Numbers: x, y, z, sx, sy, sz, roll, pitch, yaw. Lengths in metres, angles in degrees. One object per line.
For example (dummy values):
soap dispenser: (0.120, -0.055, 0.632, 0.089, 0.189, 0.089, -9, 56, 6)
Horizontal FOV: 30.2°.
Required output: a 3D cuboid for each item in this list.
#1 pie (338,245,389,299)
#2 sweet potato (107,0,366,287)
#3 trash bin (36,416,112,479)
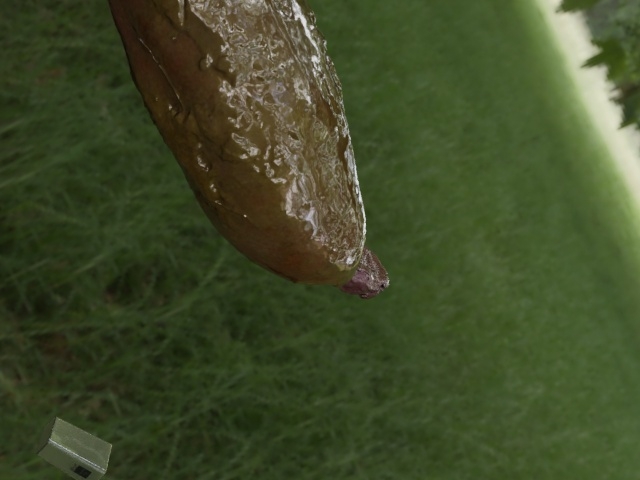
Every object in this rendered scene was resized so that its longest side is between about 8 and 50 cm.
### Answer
pie: (0.000, 0.000, 1.089, 0.153, 0.038, 0.153, 41, 11, -10)
sweet potato: (-0.074, -0.133, 0.611, 0.385, 0.109, 0.109, 60, 16, -17)
trash bin: (-0.341, 0.290, 1.636, 0.092, 0.043, 0.061, 34, 27, -20)
